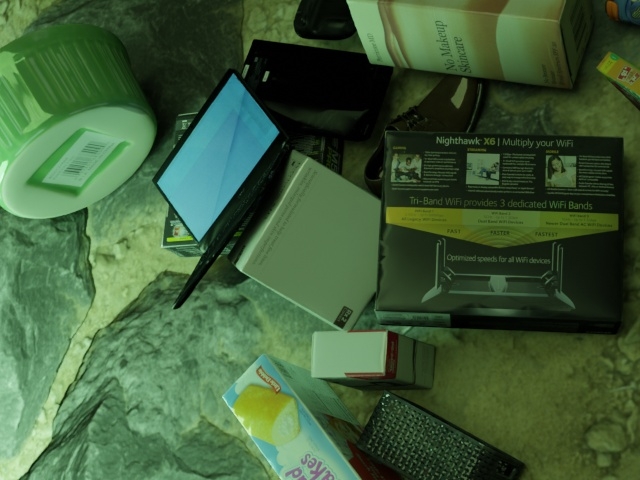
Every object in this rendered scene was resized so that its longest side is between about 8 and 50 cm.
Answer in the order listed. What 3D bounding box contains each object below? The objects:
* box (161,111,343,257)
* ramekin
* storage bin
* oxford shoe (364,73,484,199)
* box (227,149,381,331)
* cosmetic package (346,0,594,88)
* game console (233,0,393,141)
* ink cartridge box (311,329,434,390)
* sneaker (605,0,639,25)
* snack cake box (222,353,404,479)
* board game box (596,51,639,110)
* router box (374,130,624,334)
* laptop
[{"bbox_3d":[-0.099,-0.091,2.095,0.270,0.060,0.216,-5,72,29],"label":"box"},{"bbox_3d":[-0.397,-0.170,2.157,0.303,0.303,0.148,-40,66,13],"label":"ramekin"},{"bbox_3d":[0.150,0.271,1.792,0.180,0.122,0.084,25,87,33],"label":"storage bin"},{"bbox_3d":[0.144,-0.153,1.956,0.083,0.096,0.227,36,92,35],"label":"oxford shoe"},{"bbox_3d":[0.000,0.000,1.919,0.181,0.182,0.119,-59,16,0],"label":"box"},{"bbox_3d":[0.204,-0.310,1.905,0.296,0.153,0.129,10,64,24],"label":"cosmetic package"},{"bbox_3d":[0.020,-0.310,2.071,0.213,0.044,0.361,11,64,18],"label":"game console"},{"bbox_3d":[0.071,0.159,1.860,0.109,0.150,0.063,-5,75,28],"label":"ink cartridge box"},{"bbox_3d":[0.467,-0.373,1.865,0.087,0.083,0.221,33,97,20],"label":"sneaker"},{"bbox_3d":[0.005,0.280,1.855,0.089,0.152,0.264,-46,57,9],"label":"snack cake box"},{"bbox_3d":[0.456,-0.140,1.727,0.039,0.124,0.259,-54,45,5],"label":"board game box"},{"bbox_3d":[0.228,-0.011,1.805,0.308,0.081,0.243,3,74,7],"label":"router box"},{"bbox_3d":[-0.160,-0.077,1.968,0.136,0.264,0.234,35,118,-6],"label":"laptop"}]
